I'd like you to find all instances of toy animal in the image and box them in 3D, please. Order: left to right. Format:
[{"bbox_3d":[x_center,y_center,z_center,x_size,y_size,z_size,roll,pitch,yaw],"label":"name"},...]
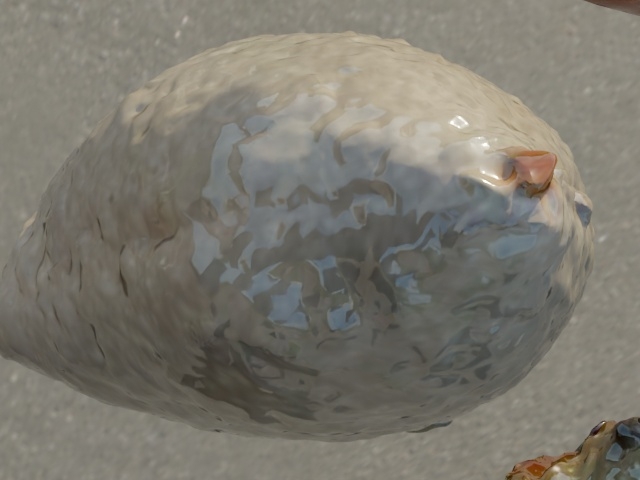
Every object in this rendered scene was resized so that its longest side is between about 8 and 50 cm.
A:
[{"bbox_3d":[0.004,0.000,0.810,0.227,0.358,0.188,0,87,-33],"label":"toy animal"}]

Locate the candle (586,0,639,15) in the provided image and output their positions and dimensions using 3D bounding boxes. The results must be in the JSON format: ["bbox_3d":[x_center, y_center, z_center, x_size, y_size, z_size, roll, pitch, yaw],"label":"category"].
[{"bbox_3d":[0.111,-0.081,0.476,0.162,0.053,0.048,6,65,-31],"label":"candle"}]

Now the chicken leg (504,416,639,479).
[{"bbox_3d":[0.059,0.071,0.344,0.196,0.125,0.080,-37,57,1],"label":"chicken leg"}]
